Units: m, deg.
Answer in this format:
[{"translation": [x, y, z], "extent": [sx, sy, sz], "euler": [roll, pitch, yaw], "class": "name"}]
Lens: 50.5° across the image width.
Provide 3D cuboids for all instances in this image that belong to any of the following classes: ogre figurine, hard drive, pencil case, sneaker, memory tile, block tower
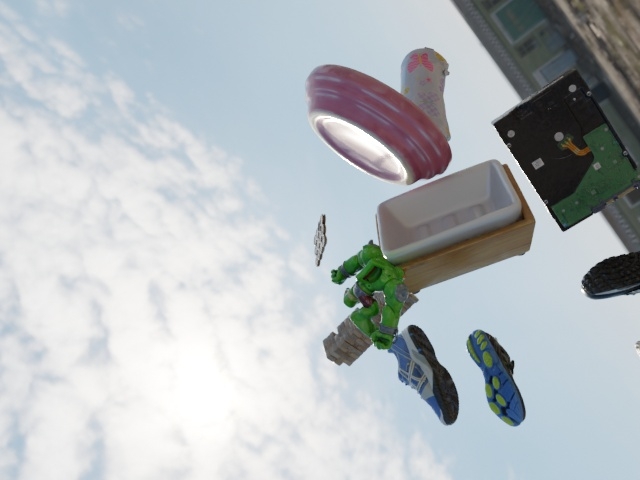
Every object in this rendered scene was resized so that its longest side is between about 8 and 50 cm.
[{"translation": [0.091, 0.086, 1.186], "extent": [0.097, 0.118, 0.197], "euler": [22, -152, -20], "class": "ogre figurine"}, {"translation": [0.616, -0.221, 1.695], "extent": [0.339, 0.237, 0.064], "euler": [53, -164, -9], "class": "hard drive"}, {"translation": [0.260, -0.348, 1.695], "extent": [0.124, 0.113, 0.273], "euler": [11, -119, -11], "class": "pencil case"}, {"translation": [0.709, 0.087, 1.459], "extent": [0.107, 0.283, 0.124], "euler": [-104, -10, -60], "class": "sneaker"}, {"translation": [0.210, 0.279, 1.378], "extent": [0.080, 0.081, 0.211], "euler": [6, -127, -56], "class": "sneaker"}, {"translation": [0.000, 0.000, 2.021], "extent": [0.012, 0.148, 0.113], "euler": [2, -124, -11], "class": "memory tile"}, {"translation": [0.327, 0.241, 1.217], "extent": [0.078, 0.067, 0.188], "euler": [14, -139, -31], "class": "sneaker"}, {"translation": [0.155, 0.255, 2.150], "extent": [0.091, 0.335, 0.097], "euler": [36, -162, -28], "class": "block tower"}]

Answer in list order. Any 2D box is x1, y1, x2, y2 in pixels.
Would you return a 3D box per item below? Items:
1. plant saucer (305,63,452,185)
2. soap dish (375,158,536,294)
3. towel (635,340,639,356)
[{"translation": [0.099, -0.212, 1.351], "extent": [0.332, 0.084, 0.332], "euler": [32, 171, 6], "class": "plant saucer"}, {"translation": [0.258, -0.027, 1.330], "extent": [0.229, 0.291, 0.118], "euler": [-90, -24, -58], "class": "soap dish"}, {"translation": [0.874, 0.319, 1.478], "extent": [0.329, 0.237, 0.037], "euler": [-104, 5, -52], "class": "towel"}]
